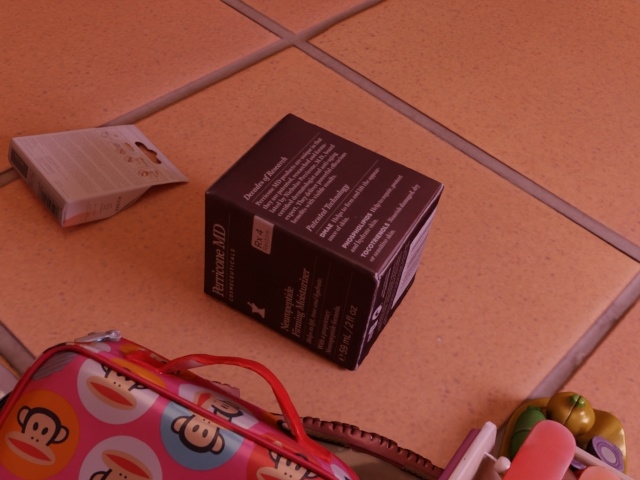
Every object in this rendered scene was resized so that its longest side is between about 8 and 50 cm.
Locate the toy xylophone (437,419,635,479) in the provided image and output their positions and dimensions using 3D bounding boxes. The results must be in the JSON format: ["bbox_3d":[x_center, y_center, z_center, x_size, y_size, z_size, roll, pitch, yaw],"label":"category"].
[{"bbox_3d":[0.236,0.263,0.626,0.322,0.081,0.236,26,48,13],"label":"toy xylophone"}]

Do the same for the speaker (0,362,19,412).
[{"bbox_3d":[-0.348,0.128,0.775,0.136,0.055,0.055,32,50,21],"label":"speaker"}]

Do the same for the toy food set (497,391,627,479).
[{"bbox_3d":[0.240,0.227,0.766,0.128,0.071,0.218,20,47,10],"label":"toy food set"}]

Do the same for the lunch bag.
[{"bbox_3d":[-0.117,0.204,0.606,0.293,0.120,0.258,28,87,7],"label":"lunch bag"}]

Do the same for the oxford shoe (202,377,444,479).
[{"bbox_3d":[-0.028,0.222,0.723,0.348,0.123,0.130,16,72,5],"label":"oxford shoe"}]

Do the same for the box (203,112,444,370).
[{"bbox_3d":[0.000,0.000,0.875,0.203,0.168,0.167,26,49,15],"label":"box"}]

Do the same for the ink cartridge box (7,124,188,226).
[{"bbox_3d":[-0.285,-0.089,1.017,0.179,0.045,0.145,-14,47,-45],"label":"ink cartridge box"}]
